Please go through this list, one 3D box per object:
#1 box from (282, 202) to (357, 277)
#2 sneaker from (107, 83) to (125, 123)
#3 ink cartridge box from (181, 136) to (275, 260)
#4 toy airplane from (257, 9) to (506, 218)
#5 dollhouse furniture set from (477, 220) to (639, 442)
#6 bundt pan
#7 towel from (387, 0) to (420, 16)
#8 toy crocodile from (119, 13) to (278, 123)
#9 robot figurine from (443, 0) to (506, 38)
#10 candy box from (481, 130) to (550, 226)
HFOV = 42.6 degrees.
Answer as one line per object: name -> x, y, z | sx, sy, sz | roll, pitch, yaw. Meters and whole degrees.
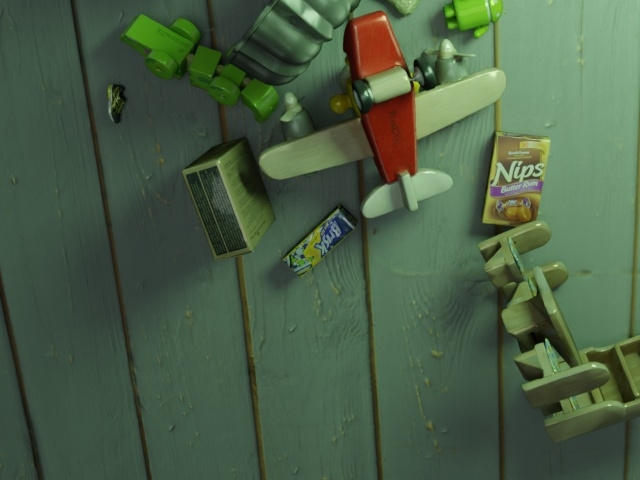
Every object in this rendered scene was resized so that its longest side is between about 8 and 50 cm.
box -> 0.000, 0.000, 1.750 | 0.059, 0.054, 0.169 | 45, 108, -7
sneaker -> -0.427, -0.287, 1.725 | 0.035, 0.031, 0.083 | 0, 108, 7
ink cartridge box -> -0.179, -0.088, 1.650 | 0.088, 0.234, 0.193 | -15, 104, 12
toy airplane -> 0.118, -0.238, 1.578 | 0.386, 0.272, 0.384 | 13, 126, -35
dollhouse furniture set -> 0.522, 0.197, 1.598 | 0.257, 0.362, 0.394 | -23, 131, 15
bundt pan -> -0.027, -0.410, 1.482 | 0.124, 0.331, 0.331 | 39, 108, -12
towel -> 0.169, -0.519, 1.575 | 0.110, 0.027, 0.148 | 36, 109, -4
toy crocodile -> -0.240, -0.349, 1.650 | 0.341, 0.105, 0.115 | 25, 68, 0
robot figurine -> 0.294, -0.439, 1.563 | 0.115, 0.067, 0.101 | -12, 123, 10
candy box -> 0.393, -0.122, 1.661 | 0.109, 0.053, 0.186 | 7, 107, 6
